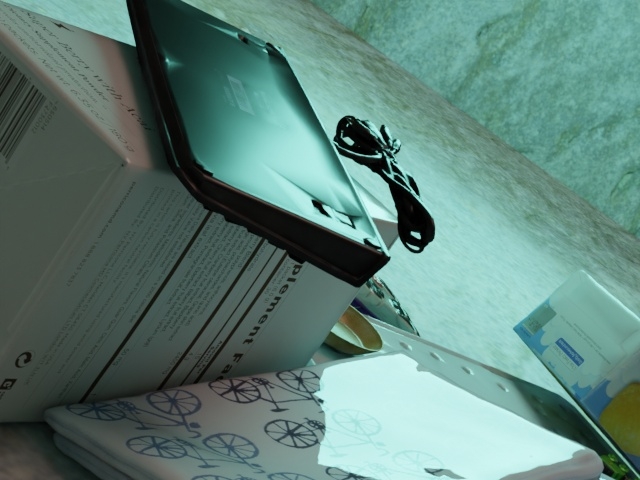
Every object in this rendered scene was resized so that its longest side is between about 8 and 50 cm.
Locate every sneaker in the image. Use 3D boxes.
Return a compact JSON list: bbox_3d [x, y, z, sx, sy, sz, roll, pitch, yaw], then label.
[{"bbox_3d":[0.030,0.065,1.184,0.170,0.071,0.068,42,13,-48],"label":"sneaker"}]

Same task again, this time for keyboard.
[{"bbox_3d":[-0.020,-0.059,0.823,0.202,0.033,0.317,23,21,-22],"label":"keyboard"}]

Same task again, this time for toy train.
[{"bbox_3d":[0.254,0.204,1.123,0.024,0.017,0.083,-1,38,-51],"label":"toy train"}]

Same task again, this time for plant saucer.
[{"bbox_3d":[0.009,0.061,1.031,0.083,0.015,0.083,32,14,-9],"label":"plant saucer"}]

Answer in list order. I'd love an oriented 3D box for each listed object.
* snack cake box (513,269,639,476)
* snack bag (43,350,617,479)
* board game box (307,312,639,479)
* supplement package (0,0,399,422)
[{"bbox_3d":[0.303,0.164,1.256,0.264,0.089,0.152,48,2,-25],"label":"snack cake box"},{"bbox_3d":[0.072,0.149,0.761,0.342,0.037,0.323,26,19,39],"label":"snack bag"},{"bbox_3d":[0.152,0.203,1.032,0.390,0.050,0.390,24,18,-37],"label":"board game box"},{"bbox_3d":[-0.118,-0.009,0.850,0.177,0.175,0.293,43,16,27],"label":"supplement package"}]
